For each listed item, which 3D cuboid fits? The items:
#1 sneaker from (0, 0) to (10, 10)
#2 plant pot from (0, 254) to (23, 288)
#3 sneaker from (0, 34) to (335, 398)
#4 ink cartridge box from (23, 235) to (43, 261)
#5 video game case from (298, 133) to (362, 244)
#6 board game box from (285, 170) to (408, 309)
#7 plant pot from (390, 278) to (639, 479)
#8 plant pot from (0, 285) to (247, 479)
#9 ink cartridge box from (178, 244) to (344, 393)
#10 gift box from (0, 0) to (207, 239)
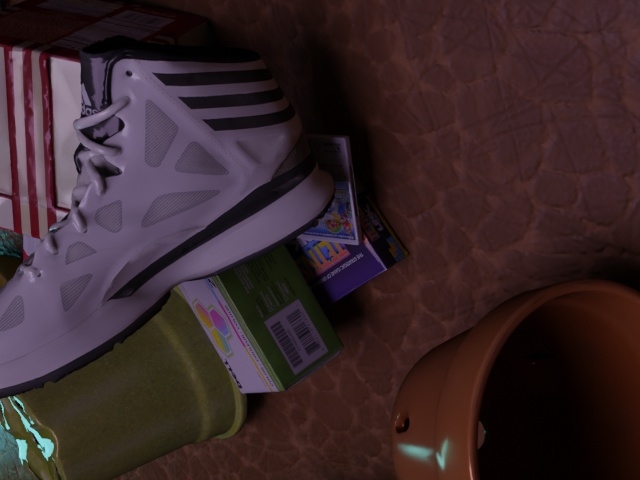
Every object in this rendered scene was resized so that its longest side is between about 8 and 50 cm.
[{"bbox_3d":[-0.431,-0.265,1.195,0.121,0.112,0.299,26,128,28],"label":"sneaker"},{"bbox_3d":[-0.580,0.152,1.565,0.254,0.239,0.254,1,92,33],"label":"plant pot"},{"bbox_3d":[-0.226,-0.048,0.986,0.257,0.447,0.169,64,168,-24],"label":"sneaker"},{"bbox_3d":[-0.373,0.037,1.503,0.150,0.063,0.109,31,129,24],"label":"ink cartridge box"},{"bbox_3d":[0.001,-0.057,1.101,0.087,0.011,0.122,7,114,36],"label":"video game case"},{"bbox_3d":[0.000,0.000,1.174,0.170,0.048,0.141,-36,86,45],"label":"board game box"},{"bbox_3d":[0.201,0.191,0.961,0.203,0.291,0.291,-16,101,61],"label":"plant pot"},{"bbox_3d":[-0.283,0.206,1.346,0.276,0.254,0.276,32,137,36],"label":"plant pot"},{"bbox_3d":[-0.107,0.087,1.234,0.189,0.097,0.255,60,151,-6],"label":"ink cartridge box"},{"bbox_3d":[-0.259,-0.135,1.191,0.255,0.276,0.258,16,119,19],"label":"gift box"}]
